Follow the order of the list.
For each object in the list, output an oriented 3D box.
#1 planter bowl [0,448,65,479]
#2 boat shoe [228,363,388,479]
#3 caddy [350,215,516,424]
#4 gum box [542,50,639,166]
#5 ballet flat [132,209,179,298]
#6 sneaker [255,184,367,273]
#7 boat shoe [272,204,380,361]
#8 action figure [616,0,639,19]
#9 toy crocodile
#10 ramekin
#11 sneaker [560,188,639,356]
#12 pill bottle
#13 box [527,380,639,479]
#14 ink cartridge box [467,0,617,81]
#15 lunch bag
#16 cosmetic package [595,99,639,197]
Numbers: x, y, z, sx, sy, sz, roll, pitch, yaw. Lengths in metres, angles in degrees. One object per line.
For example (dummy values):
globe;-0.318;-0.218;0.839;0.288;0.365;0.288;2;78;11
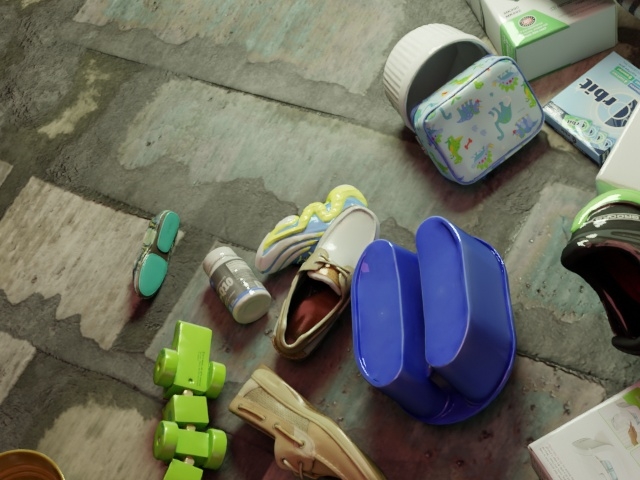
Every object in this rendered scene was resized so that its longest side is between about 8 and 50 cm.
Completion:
planter bowl;-0.507;0.469;1.831;0.217;0.090;0.217;-7;58;12
boat shoe;-0.018;0.334;1.759;0.110;0.121;0.341;-47;48;-9
caddy;0.190;0.130;1.786;0.241;0.179;0.341;-23;51;31
gum box;0.524;-0.243;1.994;0.184;0.041;0.157;-38;56;-7
ballet flat;-0.322;0.030;2.076;0.070;0.070;0.188;8;60;21
sneaker;0.000;0.000;1.971;0.240;0.091;0.126;-40;57;-10
boat shoe;0.017;0.071;1.878;0.113;0.103;0.302;26;81;6
action figure;0.470;-0.472;1.933;0.330;0.178;0.341;24;42;31
toy crocodile;-0.232;0.292;1.858;0.115;0.105;0.340;14;53;-24
ramekin;0.215;-0.306;2.035;0.207;0.207;0.109;-35;47;-6
sneaker;0.538;0.144;1.598;0.202;0.185;0.483;-35;72;-33
pill bottle;-0.154;0.079;1.976;0.078;0.078;0.137;-35;55;-7
box;0.469;0.362;1.569;0.231;0.126;0.262;-30;51;-3
ink cartridge box;0.416;-0.472;2.121;0.211;0.121;0.289;-23;55;1
lunch bag;0.285;-0.216;1.975;0.219;0.176;0.090;-38;20;-6
cosmetic package;0.630;-0.190;1.816;0.162;0.230;0.453;23;69;27
